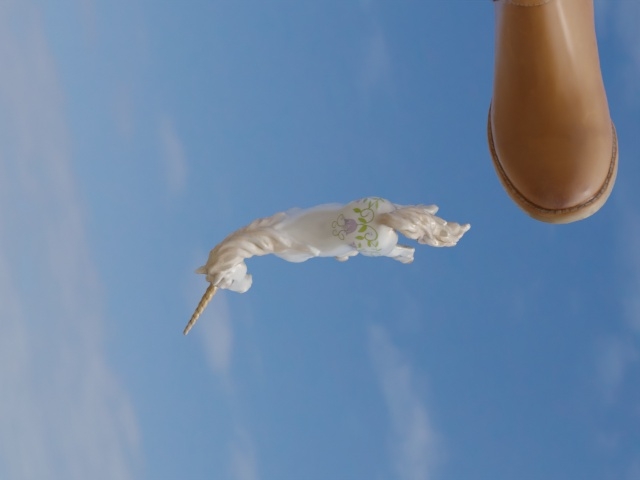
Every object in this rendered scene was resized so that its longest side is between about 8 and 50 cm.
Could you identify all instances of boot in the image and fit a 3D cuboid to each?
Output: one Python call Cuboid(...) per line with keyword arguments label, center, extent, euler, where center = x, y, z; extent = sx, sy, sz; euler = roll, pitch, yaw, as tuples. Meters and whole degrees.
Cuboid(label="boot", center=(0.178, -0.178, 1.151), extent=(0.220, 0.109, 0.283), euler=(71, 23, -56))

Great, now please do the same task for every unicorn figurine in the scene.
Cuboid(label="unicorn figurine", center=(0.000, 0.000, 0.904), extent=(0.162, 0.111, 0.060), euler=(-24, -101, 28))
